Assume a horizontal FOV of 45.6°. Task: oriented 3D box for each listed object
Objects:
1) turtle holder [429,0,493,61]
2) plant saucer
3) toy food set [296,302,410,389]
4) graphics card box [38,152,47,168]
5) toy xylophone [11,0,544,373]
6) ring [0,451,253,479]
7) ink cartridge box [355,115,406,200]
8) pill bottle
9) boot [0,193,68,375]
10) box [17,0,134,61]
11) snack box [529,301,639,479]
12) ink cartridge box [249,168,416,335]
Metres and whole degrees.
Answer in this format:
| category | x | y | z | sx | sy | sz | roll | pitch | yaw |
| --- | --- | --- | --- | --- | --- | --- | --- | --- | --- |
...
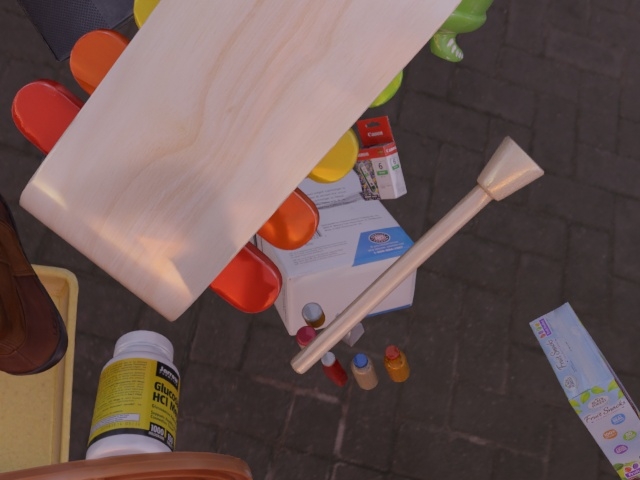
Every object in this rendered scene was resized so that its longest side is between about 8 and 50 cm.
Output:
| category | x | y | z | sx | sy | sz | roll | pitch | yaw |
| --- | --- | --- | --- | --- | --- | --- | --- | --- | --- |
| turtle holder | 0.121 | -0.381 | 0.954 | 0.243 | 0.227 | 0.320 | 37 | 30 | 17 |
| plant saucer | -0.438 | 0.170 | 0.910 | 0.333 | 0.081 | 0.332 | 7 | 99 | 7 |
| toy food set | 0.039 | 0.184 | 1.350 | 0.232 | 0.104 | 0.111 | 35 | 73 | 28 |
| graphics card box | -0.252 | -0.099 | 1.192 | 0.233 | 0.371 | 0.094 | 20 | 93 | 3 |
| toy xylophone | -0.028 | -0.062 | 0.440 | 0.323 | 0.081 | 0.236 | -38 | 103 | 18 |
| ring | -0.192 | 0.179 | 0.379 | 0.337 | 0.336 | 0.032 | -13 | 65 | -16 |
| ink cartridge box | 0.080 | -0.116 | 1.092 | 0.029 | 0.063 | 0.115 | -28 | 108 | -42 |
| pill bottle | -0.421 | 0.379 | 1.753 | 0.188 | 0.188 | 0.334 | 4 | 43 | -9 |
| boot | -0.299 | -0.015 | 0.566 | 0.096 | 0.280 | 0.264 | -28 | 81 | -13 |
| box | -0.194 | -0.270 | 0.621 | 0.059 | 0.233 | 0.183 | -46 | 114 | -40 |
| snack box | 0.384 | 0.214 | 1.050 | 0.070 | 0.174 | 0.207 | -31 | 115 | 13 |
| ink cartridge box | 0.000 | 0.000 | 1.693 | 0.285 | 0.166 | 0.395 | -12 | 37 | -17 |
